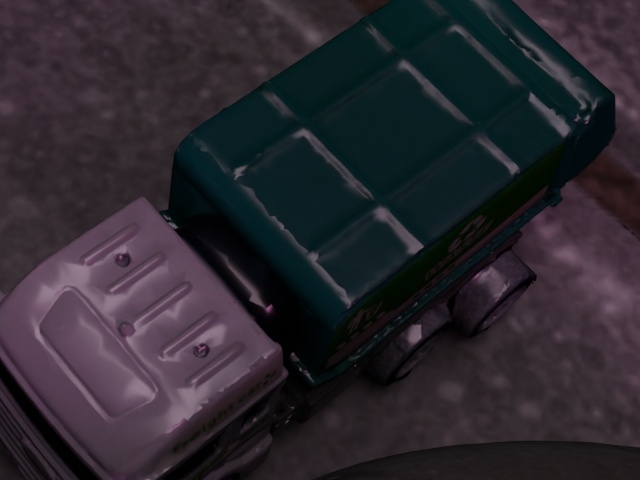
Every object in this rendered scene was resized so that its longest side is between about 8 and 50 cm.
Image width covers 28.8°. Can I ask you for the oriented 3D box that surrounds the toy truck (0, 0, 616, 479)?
[{"bbox_3d":[0.000,0.000,0.451,0.253,0.124,0.114,-36,73,-26],"label":"toy truck"}]

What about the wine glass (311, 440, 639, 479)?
[{"bbox_3d":[0.020,0.126,0.312,0.356,0.190,0.191,20,61,-21],"label":"wine glass"}]
